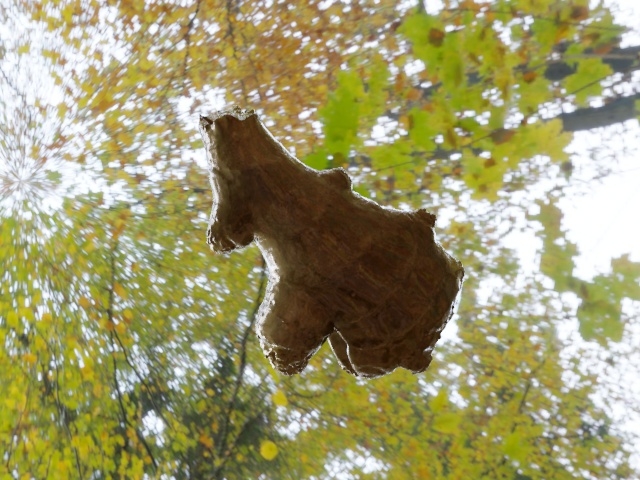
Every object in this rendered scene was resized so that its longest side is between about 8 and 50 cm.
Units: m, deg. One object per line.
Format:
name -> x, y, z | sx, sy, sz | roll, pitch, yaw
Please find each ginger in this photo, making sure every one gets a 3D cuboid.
ginger -> -0.014, 0.020, 1.074 | 0.375, 0.166, 0.236 | 33, -75, 4
